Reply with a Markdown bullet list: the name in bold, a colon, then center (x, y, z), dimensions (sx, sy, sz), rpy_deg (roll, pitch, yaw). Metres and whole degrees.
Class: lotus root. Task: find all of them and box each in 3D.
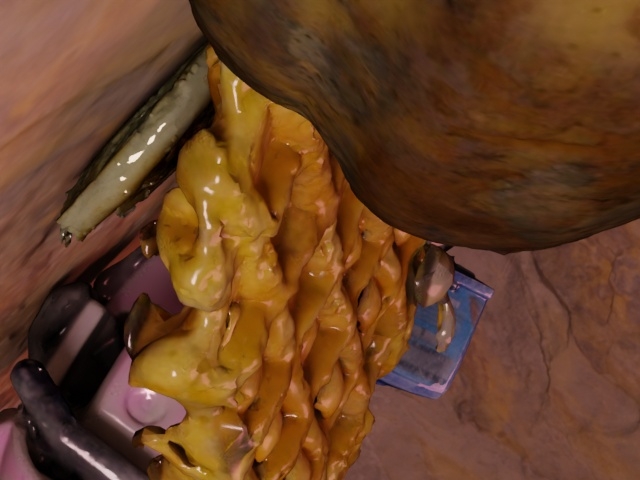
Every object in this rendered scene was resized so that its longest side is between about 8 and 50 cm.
- **lotus root**: center (0.055, -0.086, 0.409), dimensions (0.160, 0.152, 0.275), rpy_deg (-55, -179, -14)

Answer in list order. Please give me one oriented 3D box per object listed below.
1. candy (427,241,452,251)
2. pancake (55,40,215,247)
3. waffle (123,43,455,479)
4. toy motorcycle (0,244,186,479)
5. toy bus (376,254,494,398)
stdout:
- **candy**: center (0.077, -0.102, 0.853), dimensions (0.094, 0.051, 0.226), rpy_deg (-75, 177, -64)
- **pancake**: center (-0.056, -0.045, 0.676), dimensions (0.116, 0.022, 0.129), rpy_deg (-47, -178, 23)
- **waffle**: center (-0.003, -0.001, 0.683), dimensions (0.262, 0.060, 0.281), rpy_deg (-22, 127, -65)
- **toy motorcycle**: center (-0.060, 0.054, 0.839), dimensions (0.327, 0.143, 0.188), rpy_deg (-53, 178, -5)
- **toy bus**: center (0.001, 0.027, 1.014), dimensions (0.094, 0.079, 0.236), rpy_deg (-61, -154, -10)
